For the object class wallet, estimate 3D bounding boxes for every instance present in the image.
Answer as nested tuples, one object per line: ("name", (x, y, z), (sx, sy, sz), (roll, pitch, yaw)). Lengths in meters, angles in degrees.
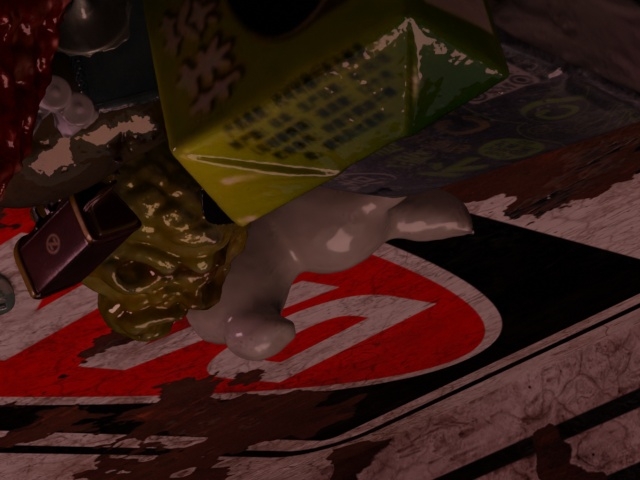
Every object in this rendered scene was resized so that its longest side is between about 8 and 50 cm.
("wallet", (-0.198, -0.189, 1.614), (0.088, 0.129, 0.026), (-15, -175, -17))

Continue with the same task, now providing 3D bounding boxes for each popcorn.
("popcorn", (-0.189, -0.018, 1.916), (0.225, 0.174, 0.286), (-9, 130, 24))

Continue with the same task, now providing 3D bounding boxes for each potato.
("potato", (-0.255, -0.124, 1.699), (0.262, 0.165, 0.165), (-21, 162, -5))

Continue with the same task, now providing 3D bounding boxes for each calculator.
("calculator", (-0.457, 0.082, 2.282), (0.095, 0.021, 0.153), (-14, 160, -12))

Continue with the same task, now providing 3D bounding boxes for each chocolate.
("chocolate", (-0.017, -0.211, 1.467), (0.288, 0.301, 0.137), (-28, 146, 25))

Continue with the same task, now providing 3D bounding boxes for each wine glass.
("wine glass", (-0.217, -0.234, 1.488), (0.122, 0.122, 0.183), (-16, 162, -8))

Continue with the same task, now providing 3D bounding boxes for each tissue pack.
("tissue pack", (0.108, -0.156, 1.677), (0.288, 0.124, 0.394), (16, 157, -38))

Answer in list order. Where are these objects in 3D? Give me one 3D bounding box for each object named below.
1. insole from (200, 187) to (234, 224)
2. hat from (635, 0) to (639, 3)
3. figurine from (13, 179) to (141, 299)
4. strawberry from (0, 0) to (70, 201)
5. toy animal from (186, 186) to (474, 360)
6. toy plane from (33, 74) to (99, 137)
("insole", (-0.043, -0.101, 1.901), (0.348, 0.009, 0.119), (-38, 142, -54))
("hat", (0.235, -0.267, 1.697), (0.381, 0.257, 0.366), (-39, 158, 1))
("figurine", (-0.259, -0.020, 1.785), (0.154, 0.098, 0.082), (-43, 166, 32))
("strawberry", (-0.303, -0.173, 1.216), (0.295, 0.345, 0.317), (-22, 161, 13))
("toy animal", (-0.006, -0.007, 2.099), (0.367, 0.241, 0.196), (-28, 148, 3))
("toy plane", (-0.314, -0.158, 1.514), (0.252, 0.118, 0.252), (21, 167, 5))
